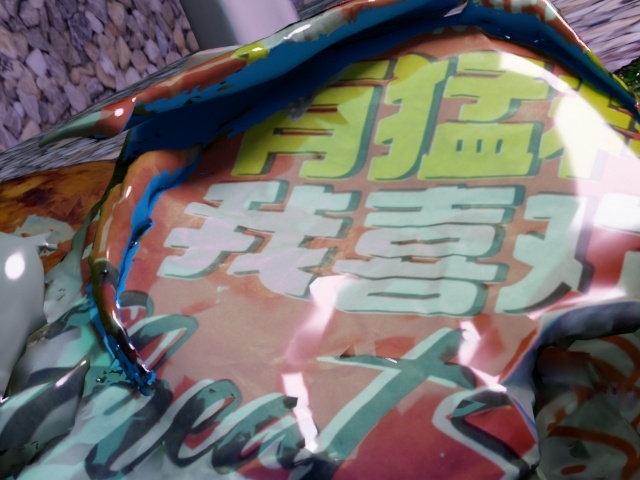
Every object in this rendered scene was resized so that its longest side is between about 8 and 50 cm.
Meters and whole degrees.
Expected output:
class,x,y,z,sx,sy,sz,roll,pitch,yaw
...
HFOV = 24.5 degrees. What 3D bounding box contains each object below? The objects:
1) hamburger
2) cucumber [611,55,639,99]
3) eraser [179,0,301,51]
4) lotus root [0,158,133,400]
class,x,y,z,sx,sy,sz,roll,pitch,yaw
hamburger,0.015,0.039,0.527,0.260,0.150,0.276,35,64,25
cucumber,0.207,-0.090,0.968,0.187,0.058,0.058,-31,15,-37
eraser,-0.079,-0.220,1.475,0.104,0.290,0.189,-25,15,-7
lotus root,-0.157,0.035,0.841,0.314,0.141,0.169,-15,28,-15
